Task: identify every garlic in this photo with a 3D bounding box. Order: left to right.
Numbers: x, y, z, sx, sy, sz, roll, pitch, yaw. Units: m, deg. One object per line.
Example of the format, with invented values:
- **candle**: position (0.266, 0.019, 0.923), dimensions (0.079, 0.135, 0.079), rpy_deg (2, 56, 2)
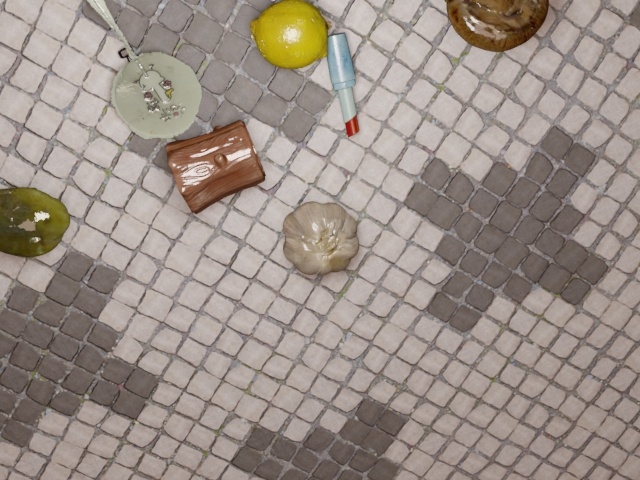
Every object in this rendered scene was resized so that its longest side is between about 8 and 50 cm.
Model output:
- **garlic**: position (0.003, -0.003, 2.025), dimensions (0.228, 0.152, 0.227), rpy_deg (-2, 114, -4)

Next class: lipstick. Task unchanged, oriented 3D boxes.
- **lipstick**: position (0.064, -0.411, 1.936), dimensions (0.068, 0.061, 0.274), rpy_deg (-13, 109, -3)

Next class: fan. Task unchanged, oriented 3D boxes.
- **fan**: position (-0.461, -0.444, 1.862), dimensions (0.233, 0.012, 0.414), rpy_deg (-27, 122, 0)

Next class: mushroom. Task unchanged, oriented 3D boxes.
- **mushroom**: position (0.423, -0.621, 1.827), dimensions (0.283, 0.195, 0.263), rpy_deg (22, 98, -29)

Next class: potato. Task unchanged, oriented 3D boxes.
- **potato**: position (-0.800, -0.051, 1.939), dimensions (0.228, 0.148, 0.197), rpy_deg (28, 90, -11)

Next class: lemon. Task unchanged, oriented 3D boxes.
- **lemon**: position (-0.077, -0.520, 1.830), dimensions (0.207, 0.173, 0.173), rpy_deg (7, 108, 1)

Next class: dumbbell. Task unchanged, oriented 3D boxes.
- **dumbbell**: position (-0.490, -0.461, 1.882), dimensions (0.040, 0.036, 0.083), rpy_deg (-26, 109, 1)

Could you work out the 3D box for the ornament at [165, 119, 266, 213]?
- **ornament**: position (-0.273, -0.204, 1.916), dimensions (0.218, 0.221, 0.235), rpy_deg (-22, 150, -2)
